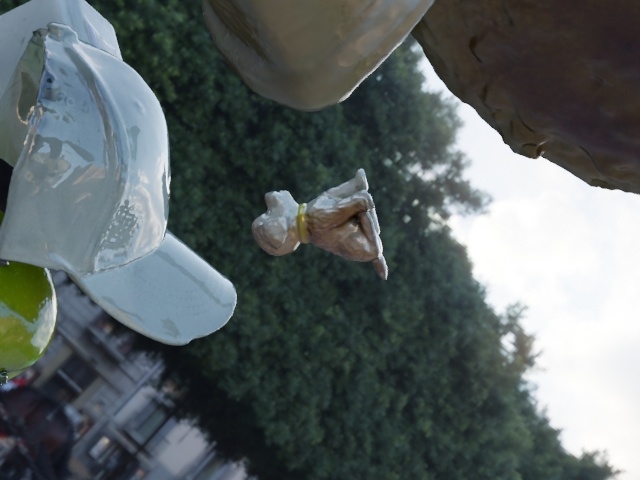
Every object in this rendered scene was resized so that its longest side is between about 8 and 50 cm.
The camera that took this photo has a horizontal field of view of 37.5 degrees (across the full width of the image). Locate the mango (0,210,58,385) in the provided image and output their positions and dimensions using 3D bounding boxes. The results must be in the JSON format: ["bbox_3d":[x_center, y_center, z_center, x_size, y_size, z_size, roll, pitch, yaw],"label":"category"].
[{"bbox_3d":[-0.358,0.005,0.850,0.293,0.143,0.175,51,20,4],"label":"mango"}]

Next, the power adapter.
[{"bbox_3d":[-0.282,-0.152,1.060,0.130,0.125,0.204,39,30,-70],"label":"power adapter"}]

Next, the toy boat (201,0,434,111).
[{"bbox_3d":[-0.003,-0.142,0.374,0.116,0.188,0.061,-8,-32,25],"label":"toy boat"}]

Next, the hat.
[{"bbox_3d":[-0.172,-0.044,0.855,0.301,0.168,0.258,42,7,-33],"label":"hat"}]

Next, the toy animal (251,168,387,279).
[{"bbox_3d":[-0.001,0.004,1.402,0.104,0.185,0.183,-102,177,-59],"label":"toy animal"}]

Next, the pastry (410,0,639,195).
[{"bbox_3d":[0.178,-0.144,0.486,0.330,0.136,0.329,19,-33,13],"label":"pastry"}]
